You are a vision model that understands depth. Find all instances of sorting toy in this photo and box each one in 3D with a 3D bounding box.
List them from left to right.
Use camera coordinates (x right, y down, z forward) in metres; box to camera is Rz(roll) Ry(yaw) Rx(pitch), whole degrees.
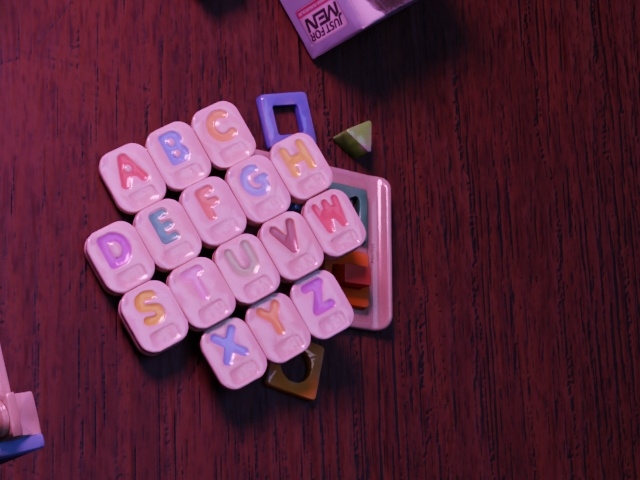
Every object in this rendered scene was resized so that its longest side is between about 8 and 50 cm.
[{"bbox_3d":[0.000,0.000,1.780,0.196,0.047,0.348,9,72,-31],"label":"sorting toy"}]

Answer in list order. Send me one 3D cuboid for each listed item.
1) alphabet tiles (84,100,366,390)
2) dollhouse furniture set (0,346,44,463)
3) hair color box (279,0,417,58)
[{"bbox_3d":[-0.094,0.001,1.694,0.284,0.021,0.278,-28,85,-24],"label":"alphabet tiles"},{"bbox_3d":[-0.392,0.068,1.345,0.198,0.303,0.286,-8,81,-36],"label":"dollhouse furniture set"},{"bbox_3d":[-0.012,-0.417,1.849,0.185,0.113,0.374,-33,97,-35],"label":"hair color box"}]
